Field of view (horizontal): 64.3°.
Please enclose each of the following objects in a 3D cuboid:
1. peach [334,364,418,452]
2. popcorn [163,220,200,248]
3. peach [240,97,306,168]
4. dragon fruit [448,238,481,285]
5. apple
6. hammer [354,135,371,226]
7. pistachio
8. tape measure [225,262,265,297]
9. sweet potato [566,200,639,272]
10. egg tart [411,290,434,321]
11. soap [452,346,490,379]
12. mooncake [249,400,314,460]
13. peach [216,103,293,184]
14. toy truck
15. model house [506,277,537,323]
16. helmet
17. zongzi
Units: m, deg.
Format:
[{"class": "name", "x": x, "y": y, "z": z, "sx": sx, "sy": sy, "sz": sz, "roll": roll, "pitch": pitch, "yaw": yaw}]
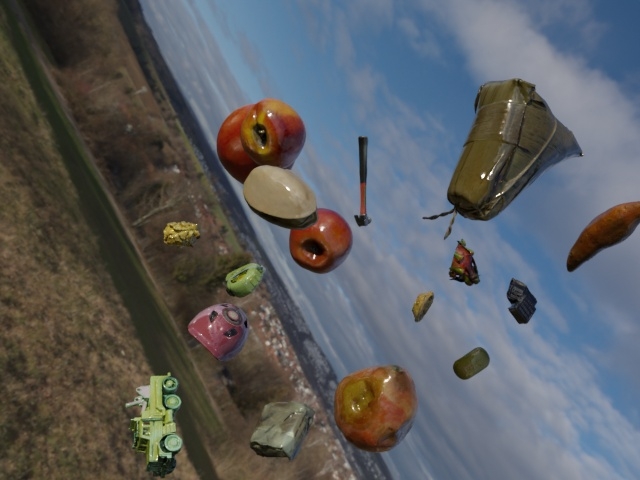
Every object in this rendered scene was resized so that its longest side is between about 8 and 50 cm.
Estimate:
[{"class": "peach", "x": 0.148, "y": 0.418, "z": 1.320, "sx": 0.214, "sy": 0.235, "sz": 0.214, "roll": 27, "pitch": 16, "yaw": -8}, {"class": "popcorn", "x": -0.294, "y": -0.013, "z": 1.083, "sx": 0.082, "sy": 0.084, "sz": 0.057, "roll": 33, "pitch": 55, "yaw": -77}, {"class": "peach", "x": -0.172, "y": -0.400, "z": 1.913, "sx": 0.281, "sy": 0.238, "sz": 0.280, "roll": -6, "pitch": 90, "yaw": -68}, {"class": "dragon fruit", "x": 0.543, "y": 0.097, "z": 1.941, "sx": 0.175, "sy": 0.142, "sz": 0.138, "roll": 46, "pitch": 28, "yaw": 17}, {"class": "apple", "x": 0.000, "y": 0.000, "z": 1.710, "sx": 0.218, "sy": 0.218, "sz": 0.201, "roll": 63, "pitch": 26, "yaw": -12}, {"class": "hammer", "x": 0.135, "y": -0.184, "z": 1.607, "sx": 0.111, "sy": 0.033, "sz": 0.287, "roll": -28, "pitch": 119, "yaw": -68}, {"class": "pistachio", "x": -0.098, "y": -0.109, "z": 1.278, "sx": 0.223, "sy": 0.152, "sz": 0.126, "roll": 31, "pitch": -29, "yaw": 24}, {"class": "tape measure", "x": -0.308, "y": 0.165, "z": 2.065, "sx": 0.087, "sy": 0.178, "sz": 0.154, "roll": 53, "pitch": 24, "yaw": -22}, {"class": "sweet potato", "x": 0.927, "y": -0.033, "z": 1.644, "sx": 0.359, "sy": 0.112, "sz": 0.112, "roll": -45, "pitch": -114, "yaw": 38}, {"class": "egg tart", "x": 0.359, "y": 0.231, "z": 1.817, "sx": 0.049, "sy": 0.128, "sz": 0.128, "roll": 28, "pitch": -21, "yaw": 24}, {"class": "soap", "x": 0.549, "y": 0.448, "z": 1.847, "sx": 0.088, "sy": 0.140, "sz": 0.045, "roll": 56, "pitch": 0, "yaw": -10}, {"class": "mooncake", "x": -0.087, "y": 0.420, "z": 1.130, "sx": 0.130, "sy": 0.125, "sz": 0.073, "roll": -7, "pitch": -56, "yaw": 36}, {"class": "peach", "x": -0.271, "y": -0.434, "z": 2.299, "sx": 0.388, "sy": 0.389, "sz": 0.388, "roll": 61, "pitch": -6, "yaw": 11}, {"class": "toy truck", "x": -0.447, "y": 0.494, "z": 1.360, "sx": 0.128, "sy": 0.135, "sz": 0.259, "roll": -67, "pitch": -148, "yaw": 33}, {"class": "model house", "x": 0.782, "y": 0.251, "z": 2.016, "sx": 0.165, "sy": 0.106, "sz": 0.152, "roll": 51, "pitch": 34, "yaw": 2}, {"class": "helmet", "x": -0.332, "y": 0.299, "z": 1.762, "sx": 0.198, "sy": 0.154, "sz": 0.253, "roll": 43, "pitch": -5, "yaw": 3}, {"class": "zongzi", "x": 0.604, "y": -0.167, "z": 1.520, "sx": 0.467, "sy": 0.499, "sz": 0.218, "roll": 26, "pitch": -9, "yaw": -25}]
